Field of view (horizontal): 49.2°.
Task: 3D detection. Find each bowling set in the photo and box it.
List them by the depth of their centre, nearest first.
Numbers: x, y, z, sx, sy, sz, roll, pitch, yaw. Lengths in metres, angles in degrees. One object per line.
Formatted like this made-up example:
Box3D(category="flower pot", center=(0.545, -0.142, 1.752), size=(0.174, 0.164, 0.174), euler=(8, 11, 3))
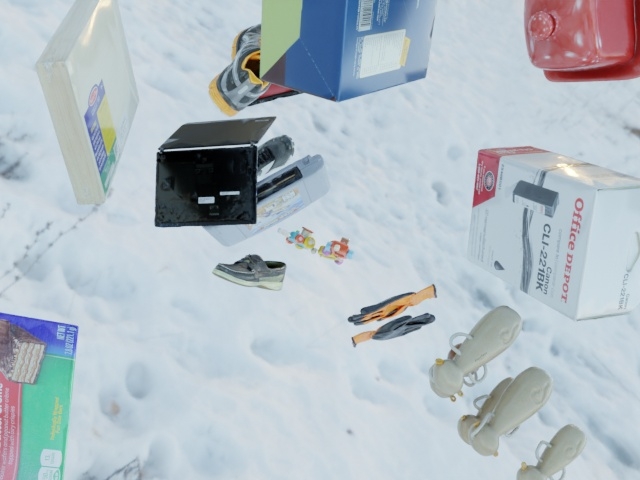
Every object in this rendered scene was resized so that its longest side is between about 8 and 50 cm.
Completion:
Box3D(category="bowling set", center=(0.232, 0.234, 1.024), size=(0.154, 0.200, 0.287), euler=(-37, 103, -21))

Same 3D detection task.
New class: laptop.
Box3D(category="laptop", center=(-0.227, -0.155, 1.536), size=(0.136, 0.234, 0.264), euler=(21, 68, -73))

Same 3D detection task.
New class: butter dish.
Box3D(category="butter dish", center=(0.308, -0.272, 0.869), size=(0.118, 0.160, 0.160), euler=(-18, 18, -31))

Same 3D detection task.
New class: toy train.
Box3D(category="toy train", center=(0.000, 0.000, 1.433), size=(0.166, 0.046, 0.125), euler=(20, -14, 17))

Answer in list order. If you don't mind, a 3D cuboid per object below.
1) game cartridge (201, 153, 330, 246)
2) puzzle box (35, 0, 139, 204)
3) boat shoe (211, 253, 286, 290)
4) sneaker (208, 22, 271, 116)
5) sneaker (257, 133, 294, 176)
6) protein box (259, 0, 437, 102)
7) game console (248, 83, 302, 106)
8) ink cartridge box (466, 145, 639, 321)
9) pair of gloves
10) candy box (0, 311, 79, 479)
Box3D(category="game cartridge", center=(-0.115, -0.084, 1.576), size=(0.062, 0.297, 0.198), euler=(61, -1, 17))
Box3D(category="puzzle box", center=(-0.418, -0.290, 1.304), size=(0.052, 0.272, 0.409), euler=(-3, 37, -1))
Box3D(category="boat shoe", center=(-0.106, 0.044, 1.072), size=(0.056, 0.049, 0.152), euler=(22, 4, 30))
Box3D(category="sneaker", center=(-0.098, -0.278, 1.095), size=(0.084, 0.083, 0.215), euler=(43, 44, -27))
Box3D(category="sneaker", center=(-0.161, -0.200, 1.802), size=(0.106, 0.234, 0.078), euler=(-31, 96, -44))
Box3D(category="protein box", center=(0.041, -0.304, 0.896), size=(0.136, 0.199, 0.201), euler=(24, 33, 33))
Box3D(category="game console", center=(-0.096, -0.333, 1.423), size=(0.085, 0.144, 0.124), euler=(70, 13, -47))
Box3D(category="ink cartridge box", center=(0.353, -0.021, 1.065), size=(0.114, 0.197, 0.273), euler=(-6, 20, -23))
Box3D(category="pair of gloves", center=(0.060, 0.064, 0.568), size=(0.074, 0.083, 0.010), euler=(-18, 62, -3))
Box3D(category="candy box", center=(-0.473, 0.212, 0.835), size=(0.317, 0.122, 0.268), euler=(15, 52, -30))
